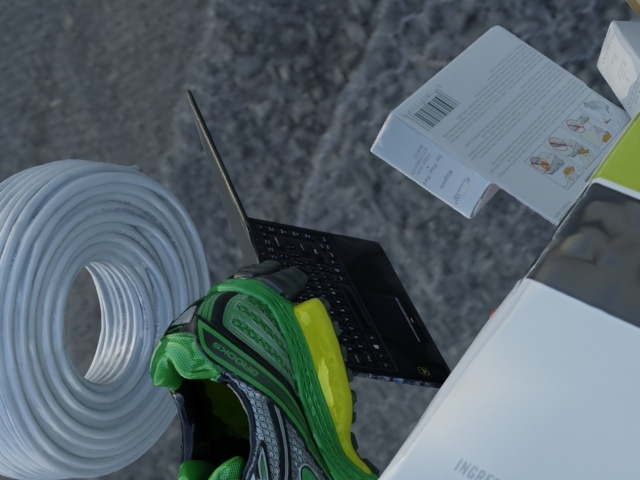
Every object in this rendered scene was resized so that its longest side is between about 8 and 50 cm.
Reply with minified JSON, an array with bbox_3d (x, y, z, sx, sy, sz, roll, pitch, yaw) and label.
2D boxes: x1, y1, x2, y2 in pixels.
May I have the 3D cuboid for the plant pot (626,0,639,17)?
[{"bbox_3d":[0.258,-0.236,1.128,0.032,0.236,0.236,-17,102,47],"label":"plant pot"}]

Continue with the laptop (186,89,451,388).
[{"bbox_3d":[0.000,0.000,1.432,0.136,0.264,0.234,-64,30,27],"label":"laptop"}]

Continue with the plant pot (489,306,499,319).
[{"bbox_3d":[0.404,0.153,1.907,0.267,0.267,0.236,72,158,9],"label":"plant pot"}]

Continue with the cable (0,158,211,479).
[{"bbox_3d":[-0.190,0.064,1.247,0.089,0.257,0.257,2,93,34],"label":"cable"}]

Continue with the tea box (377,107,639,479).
[{"bbox_3d":[0.231,0.072,0.517,0.220,0.323,0.329,27,161,34],"label":"tea box"}]

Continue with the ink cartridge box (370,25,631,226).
[{"bbox_3d":[0.218,-0.100,1.647,0.239,0.275,0.060,36,129,10],"label":"ink cartridge box"}]

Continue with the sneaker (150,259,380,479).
[{"bbox_3d":[-0.035,0.198,1.160,0.134,0.146,0.343,-13,101,48],"label":"sneaker"}]

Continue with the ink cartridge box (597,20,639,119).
[{"bbox_3d":[0.481,-0.137,1.703,0.261,0.296,0.066,-107,25,-50],"label":"ink cartridge box"}]
